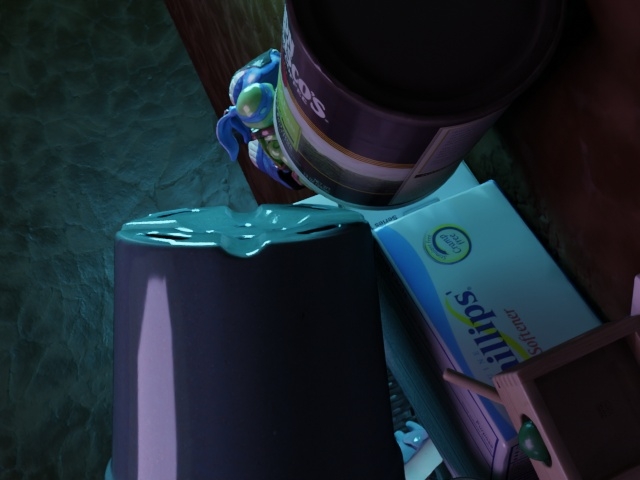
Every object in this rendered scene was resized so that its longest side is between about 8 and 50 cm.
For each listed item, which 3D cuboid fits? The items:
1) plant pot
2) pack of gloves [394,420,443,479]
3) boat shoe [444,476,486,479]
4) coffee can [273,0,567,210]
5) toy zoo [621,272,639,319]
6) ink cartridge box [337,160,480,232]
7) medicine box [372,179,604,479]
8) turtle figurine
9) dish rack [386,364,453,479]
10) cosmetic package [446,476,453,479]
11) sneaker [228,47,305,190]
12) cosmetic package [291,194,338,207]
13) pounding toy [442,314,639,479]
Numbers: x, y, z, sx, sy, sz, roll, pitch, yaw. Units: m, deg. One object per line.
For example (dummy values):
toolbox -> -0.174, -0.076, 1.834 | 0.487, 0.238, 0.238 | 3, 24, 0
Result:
plant pot -> -0.071, 0.142, 0.925 | 0.341, 0.341, 0.334 | -144, 51, -72
pack of gloves -> 0.177, 0.251, 1.216 | 0.046, 0.195, 0.232 | 44, 172, -5
boat shoe -> 0.203, 0.442, 0.751 | 0.156, 0.187, 0.500 | 40, -155, -51
coffee can -> 0.064, -0.152, 0.767 | 0.275, 0.202, 0.201 | 112, 134, -78
toy zoo -> 0.306, 0.143, 0.655 | 0.293, 0.030, 0.192 | -127, 16, -56
ink cartridge box -> 0.106, 0.003, 1.068 | 0.208, 0.153, 0.087 | 85, 159, -59
medicine box -> 0.182, 0.134, 0.965 | 0.289, 0.149, 0.263 | 80, 163, -54
turtle figurine -> 0.042, -0.134, 1.091 | 0.197, 0.275, 0.266 | 60, -167, 27
dish rack -> 0.093, 0.269, 1.449 | 0.333, 0.072, 0.285 | 34, -149, -45
cosmetic package -> 0.220, 0.417, 1.255 | 0.385, 0.217, 0.156 | 92, 153, -65
sneaker -> -0.067, -0.216, 1.684 | 0.147, 0.130, 0.330 | 44, 163, 30
cosmetic package -> 0.000, 0.000, 1.382 | 0.127, 0.238, 0.107 | 86, 159, -65
pounding toy -> 0.195, 0.132, 0.720 | 0.100, 0.141, 0.130 | 110, 136, -78
